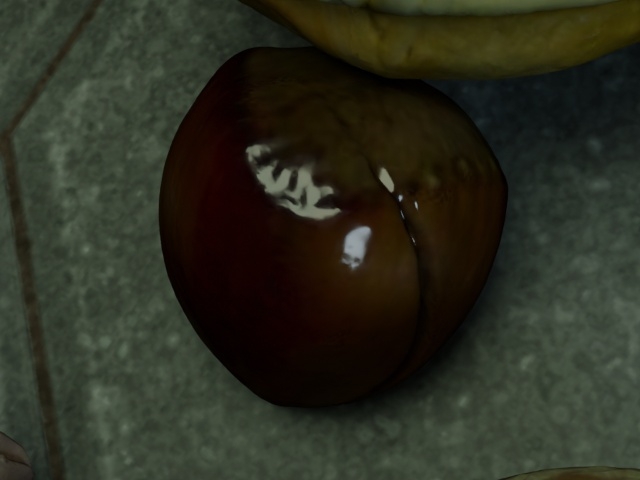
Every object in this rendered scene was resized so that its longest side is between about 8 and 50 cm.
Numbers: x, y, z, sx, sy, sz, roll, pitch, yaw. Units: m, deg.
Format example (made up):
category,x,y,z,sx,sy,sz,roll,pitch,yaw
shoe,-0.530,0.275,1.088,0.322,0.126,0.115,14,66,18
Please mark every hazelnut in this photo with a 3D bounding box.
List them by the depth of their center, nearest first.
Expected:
category,x,y,z,sx,sy,sz,roll,pitch,yaw
hazelnut,0.000,0.000,0.994,0.208,0.208,0.208,-7,63,15

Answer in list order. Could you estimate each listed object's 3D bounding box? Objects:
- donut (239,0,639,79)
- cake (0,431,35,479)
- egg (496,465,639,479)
category,x,y,z,sx,sy,sz,roll,pitch,yaw
donut,0.105,-0.258,1.005,0.448,0.198,0.449,-6,38,5
cake,-0.230,0.178,0.992,0.185,0.178,0.208,5,93,54
egg,0.125,0.199,0.839,0.233,0.195,0.195,-3,64,19
